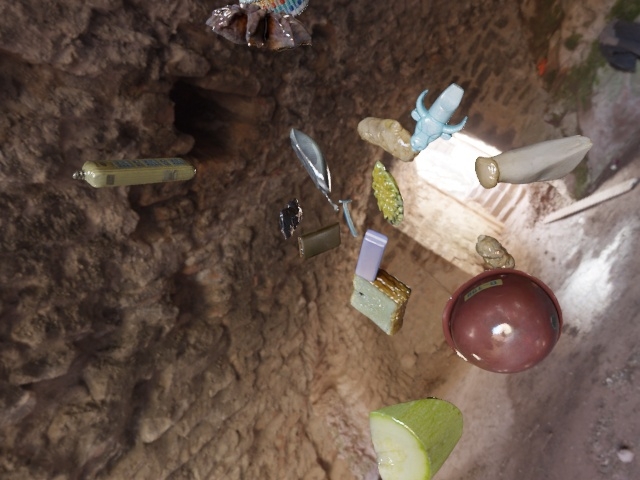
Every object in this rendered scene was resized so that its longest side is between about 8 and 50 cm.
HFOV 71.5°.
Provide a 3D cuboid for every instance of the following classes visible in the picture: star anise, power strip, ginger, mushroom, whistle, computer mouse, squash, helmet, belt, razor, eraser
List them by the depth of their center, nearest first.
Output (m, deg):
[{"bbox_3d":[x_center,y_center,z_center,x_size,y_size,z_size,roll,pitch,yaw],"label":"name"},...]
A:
[{"bbox_3d":[0.260,0.526,1.165,0.155,0.204,0.237,-27,-75,-57],"label":"squash"},{"bbox_3d":[-0.184,-0.652,1.352,0.332,0.332,0.117,-40,-37,-51],"label":"star anise"},{"bbox_3d":[0.558,0.283,1.394,0.385,0.337,0.230,-26,-2,23],"label":"helmet"},{"bbox_3d":[-0.585,-0.224,1.419,0.387,0.092,0.066,-16,-47,-47],"label":"power strip"},{"bbox_3d":[0.593,0.052,1.501,0.080,0.104,0.204,-53,-46,3],"label":"ginger"},{"bbox_3d":[0.403,-0.422,1.564,0.274,0.186,0.093,-57,-5,39],"label":"whistle"},{"bbox_3d":[0.756,-0.276,1.607,0.407,0.137,0.154,-12,-22,-4],"label":"mushroom"},{"bbox_3d":[0.183,0.059,1.616,0.036,0.082,0.225,-55,-18,-39],"label":"eraser"},{"bbox_3d":[-0.172,-0.903,1.628,0.150,0.257,0.207,49,-130,-52],"label":"belt"},{"bbox_3d":[-0.007,-0.288,1.771,0.090,0.379,0.167,-29,0,-2],"label":"computer mouse"},{"bbox_3d":[0.296,-0.461,1.961,0.126,0.354,0.190,-44,-42,-12],"label":"ginger"},{"bbox_3d":[0.140,-0.104,2.131,0.068,0.191,0.037,-9,-13,-34],"label":"razor"}]

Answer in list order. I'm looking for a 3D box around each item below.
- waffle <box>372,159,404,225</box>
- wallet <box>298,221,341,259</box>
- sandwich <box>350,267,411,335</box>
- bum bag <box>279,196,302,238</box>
[{"bbox_3d":[0.247,-0.164,1.606,0.054,0.223,0.204,-20,-23,-10],"label":"waffle"},{"bbox_3d":[0.000,0.000,1.822,0.198,0.031,0.110,-22,-61,-30],"label":"wallet"},{"bbox_3d":[0.235,0.229,1.801,0.095,0.249,0.273,-39,-29,-28],"label":"sandwich"},{"bbox_3d":[-0.141,-0.114,2.154,0.310,0.074,0.137,-64,-39,-67],"label":"bum bag"}]
